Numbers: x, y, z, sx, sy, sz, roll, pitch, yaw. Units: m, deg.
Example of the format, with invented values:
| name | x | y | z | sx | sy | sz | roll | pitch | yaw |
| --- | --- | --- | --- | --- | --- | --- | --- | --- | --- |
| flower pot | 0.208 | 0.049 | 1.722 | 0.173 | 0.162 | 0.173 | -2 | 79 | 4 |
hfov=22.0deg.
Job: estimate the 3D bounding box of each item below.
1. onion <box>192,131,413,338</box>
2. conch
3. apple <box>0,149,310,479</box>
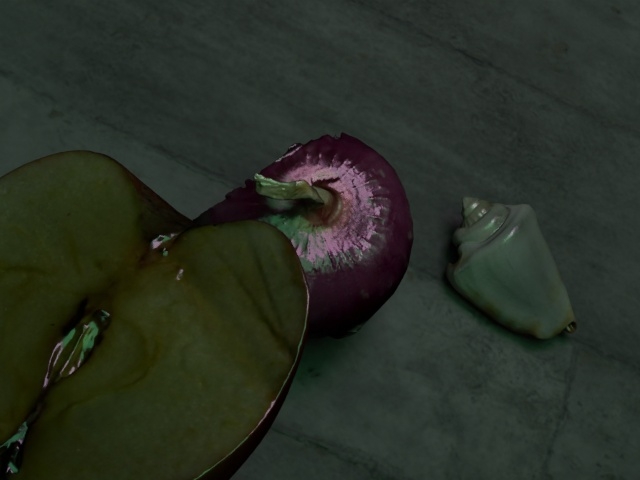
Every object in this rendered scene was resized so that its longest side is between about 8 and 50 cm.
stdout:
| name | x | y | z | sx | sy | sz | roll | pitch | yaw |
| --- | --- | --- | --- | --- | --- | --- | --- | --- | --- |
| onion | -0.005 | 0.005 | 1.597 | 0.200 | 0.200 | 0.207 | 48 | 39 | 5 |
| conch | 0.196 | 0.030 | 1.718 | 0.104 | 0.094 | 0.176 | -44 | 113 | -42 |
| apple | -0.195 | 0.103 | 1.411 | 0.295 | 0.328 | 0.365 | 43 | 57 | -23 |
